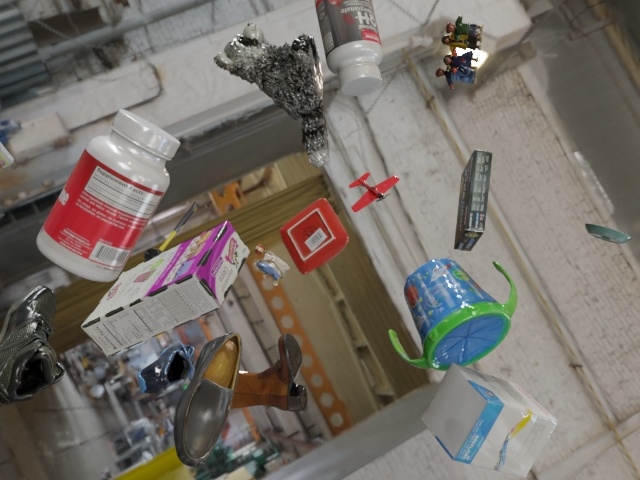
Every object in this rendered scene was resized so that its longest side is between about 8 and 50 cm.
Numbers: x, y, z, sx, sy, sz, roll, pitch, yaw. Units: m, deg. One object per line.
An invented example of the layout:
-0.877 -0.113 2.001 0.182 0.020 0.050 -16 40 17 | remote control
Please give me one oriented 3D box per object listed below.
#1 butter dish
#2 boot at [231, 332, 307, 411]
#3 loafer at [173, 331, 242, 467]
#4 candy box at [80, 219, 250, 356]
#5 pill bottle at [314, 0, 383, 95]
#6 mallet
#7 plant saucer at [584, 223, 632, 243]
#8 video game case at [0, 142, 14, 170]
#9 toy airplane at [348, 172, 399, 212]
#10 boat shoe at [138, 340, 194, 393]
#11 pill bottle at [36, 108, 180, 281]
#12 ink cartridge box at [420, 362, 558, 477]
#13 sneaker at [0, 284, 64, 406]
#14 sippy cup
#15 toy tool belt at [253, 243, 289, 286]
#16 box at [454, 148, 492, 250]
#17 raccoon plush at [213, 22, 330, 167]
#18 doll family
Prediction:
0.000 0.000 1.829 0.118 0.160 0.160 33 24 -58 | butter dish
-0.191 0.411 2.196 0.096 0.280 0.264 -53 137 -57 | boot
-0.135 0.187 0.854 0.061 0.062 0.170 -47 -152 48 | loafer
-0.238 0.075 1.094 0.071 0.233 0.159 57 26 -21 | candy box
0.093 -0.614 2.144 0.176 0.176 0.319 125 -44 -72 | pill bottle
-0.352 -0.011 1.680 0.039 0.190 0.062 33 -24 8 | mallet
0.734 -0.015 1.799 0.119 0.119 0.021 19 -90 69 | plant saucer
-0.772 -0.195 1.423 0.212 0.193 0.023 61 -5 -33 | video game case
0.130 -0.136 1.822 0.028 0.151 0.151 59 -10 -33 | toy airplane
-0.364 0.330 1.775 0.258 0.088 0.109 -53 129 -72 | boat shoe
-0.534 -0.118 1.804 0.229 0.408 0.229 30 5 -3 | pill bottle
0.400 0.428 1.669 0.168 0.232 0.171 -64 -153 11 | ink cartridge box
-0.450 0.164 1.116 0.228 0.130 0.087 -76 154 -48 | sneaker
0.328 0.174 1.791 0.240 0.305 0.224 97 -26 -46 | sippy cup
-0.108 0.051 1.420 0.083 0.051 0.052 37 -14 -9 | toy tool belt
0.394 -0.100 1.817 0.175 0.051 0.221 88 11 -74 | box
-0.150 -0.433 2.115 0.216 0.298 0.447 26 58 -78 | raccoon plush
0.357 -0.484 1.822 0.076 0.111 0.193 -47 144 -65 | doll family
